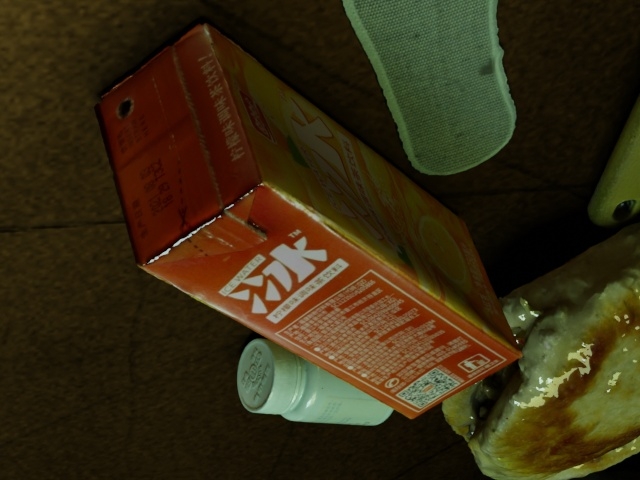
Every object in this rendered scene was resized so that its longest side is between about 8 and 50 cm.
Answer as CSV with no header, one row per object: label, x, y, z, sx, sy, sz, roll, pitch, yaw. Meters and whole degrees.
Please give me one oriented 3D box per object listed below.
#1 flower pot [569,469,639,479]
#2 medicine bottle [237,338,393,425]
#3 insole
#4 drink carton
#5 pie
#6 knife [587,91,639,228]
flower pot,0.225,0.293,1.069,0.299,0.299,0.283,-12,148,-11
medicine bottle,-0.001,0.077,0.852,0.083,0.047,0.047,8,135,-32
insole,0.051,-0.099,0.687,0.080,0.003,0.232,-19,144,-2
drink carton,0.000,0.000,0.712,0.071,0.096,0.223,-34,142,18
pie,0.161,0.070,0.884,0.178,0.084,0.205,-17,148,-17
knife,0.190,-0.118,0.708,0.061,0.027,0.343,-8,145,-14
